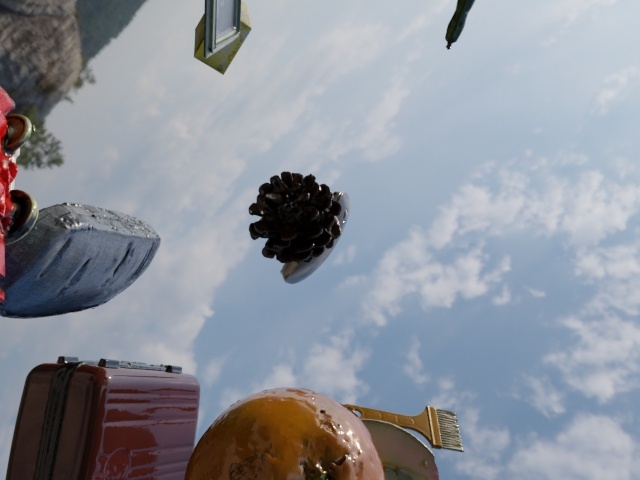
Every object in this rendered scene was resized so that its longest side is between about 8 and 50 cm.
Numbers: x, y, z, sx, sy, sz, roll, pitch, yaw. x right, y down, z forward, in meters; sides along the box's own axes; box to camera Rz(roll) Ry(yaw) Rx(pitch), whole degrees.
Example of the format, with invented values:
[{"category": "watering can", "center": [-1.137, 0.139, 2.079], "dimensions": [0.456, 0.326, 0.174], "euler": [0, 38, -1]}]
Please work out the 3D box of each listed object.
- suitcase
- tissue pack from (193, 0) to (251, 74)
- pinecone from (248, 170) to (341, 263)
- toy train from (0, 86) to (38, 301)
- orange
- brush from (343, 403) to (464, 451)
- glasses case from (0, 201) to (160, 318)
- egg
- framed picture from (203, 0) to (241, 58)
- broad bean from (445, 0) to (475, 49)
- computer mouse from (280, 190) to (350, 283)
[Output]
[{"category": "suitcase", "center": [-0.334, 0.313, 0.948], "dimensions": [0.161, 0.297, 0.236], "euler": [0, -105, 21]}, {"category": "tissue pack", "center": [-0.175, -0.372, 1.032], "dimensions": [0.095, 0.062, 0.176], "euler": [-51, -152, 23]}, {"category": "pinecone", "center": [-0.040, -0.038, 0.840], "dimensions": [0.140, 0.121, 0.140], "euler": [-6, -126, 8]}, {"category": "toy train", "center": [-0.282, -0.045, 0.421], "dimensions": [0.131, 0.083, 0.204], "euler": [-20, -122, -1]}, {"category": "orange", "center": [-0.042, 0.302, 0.703], "dimensions": [0.246, 0.246, 0.246], "euler": [-33, -146, 26]}, {"category": "brush", "center": [0.171, 0.384, 1.246], "dimensions": [0.103, 0.272, 0.013], "euler": [-88, -167, -52]}, {"category": "glasses case", "center": [-0.235, 0.020, 0.588], "dimensions": [0.109, 0.067, 0.282], "euler": [-50, 179, -1]}, {"category": "egg", "center": [0.069, 0.427, 1.020], "dimensions": [0.271, 0.162, 0.206], "euler": [-40, -117, -4]}, {"category": "framed picture", "center": [-0.114, -0.394, 0.741], "dimensions": [0.232, 0.019, 0.296], "euler": [-88, -176, -65]}, {"category": "broad bean", "center": [0.356, -0.592, 1.429], "dimensions": [0.065, 0.046, 0.255], "euler": [-57, 167, -45]}, {"category": "computer mouse", "center": [0.000, 0.000, 1.335], "dimensions": [0.056, 0.126, 0.245], "euler": [33, -92, 18]}]
